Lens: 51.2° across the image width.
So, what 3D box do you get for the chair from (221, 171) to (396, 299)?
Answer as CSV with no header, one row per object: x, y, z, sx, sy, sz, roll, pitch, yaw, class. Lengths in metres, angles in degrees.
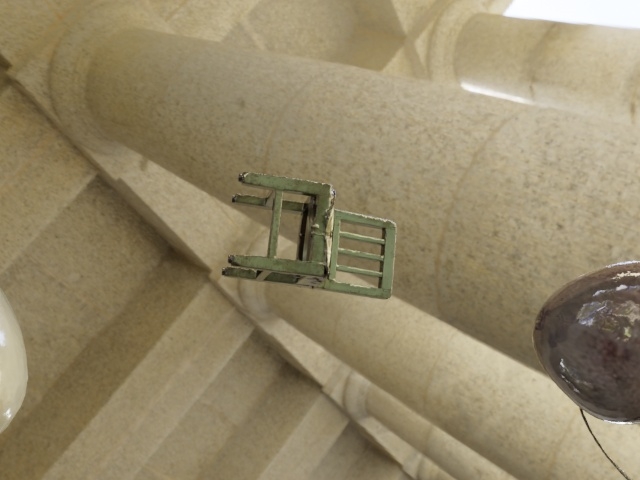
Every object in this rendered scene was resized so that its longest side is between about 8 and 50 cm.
0.000,0.000,0.977,0.270,0.147,0.136,10,-103,-11,chair

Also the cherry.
0.267,0.102,0.539,0.148,0.188,0.115,-41,-29,3,cherry

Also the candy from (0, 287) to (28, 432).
-0.455,0.103,0.773,0.185,0.295,0.295,-44,-44,-28,candy
